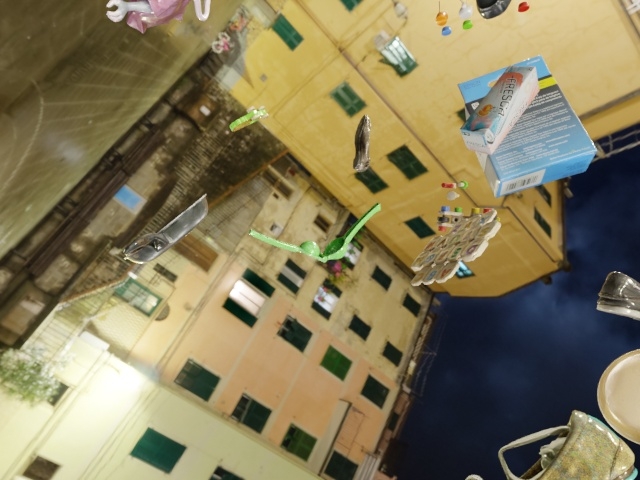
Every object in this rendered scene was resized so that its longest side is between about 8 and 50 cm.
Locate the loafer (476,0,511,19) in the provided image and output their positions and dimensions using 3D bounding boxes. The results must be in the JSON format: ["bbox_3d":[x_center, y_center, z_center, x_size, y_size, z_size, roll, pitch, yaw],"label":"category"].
[{"bbox_3d":[0.301,-0.499,0.751,0.076,0.078,0.224,-3,-105,44],"label":"loafer"}]

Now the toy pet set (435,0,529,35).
[{"bbox_3d":[0.213,-0.352,0.581,0.122,0.114,0.065,-5,-96,28],"label":"toy pet set"}]

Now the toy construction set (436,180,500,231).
[{"bbox_3d":[0.673,-0.126,1.944,0.257,0.309,0.237,-25,169,38],"label":"toy construction set"}]

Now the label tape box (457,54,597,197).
[{"bbox_3d":[0.543,-0.312,1.168,0.240,0.106,0.334,-16,-115,10],"label":"label tape box"}]

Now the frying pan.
[{"bbox_3d":[-0.265,-0.023,0.776,0.197,0.053,0.326,-44,-164,-21],"label":"frying pan"}]

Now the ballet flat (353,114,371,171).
[{"bbox_3d":[0.163,-0.361,1.590,0.084,0.058,0.250,127,-26,-59],"label":"ballet flat"}]

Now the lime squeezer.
[{"bbox_3d":[0.000,0.000,0.953,0.310,0.110,0.059,-12,-143,-17],"label":"lime squeezer"}]

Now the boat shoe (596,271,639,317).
[{"bbox_3d":[0.803,0.151,1.054,0.112,0.334,0.096,9,-94,59],"label":"boat shoe"}]

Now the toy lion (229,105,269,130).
[{"bbox_3d":[-0.203,-0.333,1.183,0.096,0.034,0.100,-27,-172,25],"label":"toy lion"}]

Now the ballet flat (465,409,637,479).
[{"bbox_3d":[0.286,0.382,0.637,0.348,0.123,0.123,-43,-157,10],"label":"ballet flat"}]

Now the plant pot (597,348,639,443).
[{"bbox_3d":[0.748,0.345,0.950,0.236,0.236,0.032,-40,174,21],"label":"plant pot"}]

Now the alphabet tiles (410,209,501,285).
[{"bbox_3d":[0.371,0.018,1.202,0.278,0.021,0.284,-47,-170,-22],"label":"alphabet tiles"}]

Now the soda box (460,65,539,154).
[{"bbox_3d":[0.357,-0.260,0.845,0.058,0.063,0.183,28,-104,46],"label":"soda box"}]

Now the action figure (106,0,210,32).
[{"bbox_3d":[-0.358,-0.604,1.017,0.370,0.275,0.248,25,-72,59],"label":"action figure"}]
